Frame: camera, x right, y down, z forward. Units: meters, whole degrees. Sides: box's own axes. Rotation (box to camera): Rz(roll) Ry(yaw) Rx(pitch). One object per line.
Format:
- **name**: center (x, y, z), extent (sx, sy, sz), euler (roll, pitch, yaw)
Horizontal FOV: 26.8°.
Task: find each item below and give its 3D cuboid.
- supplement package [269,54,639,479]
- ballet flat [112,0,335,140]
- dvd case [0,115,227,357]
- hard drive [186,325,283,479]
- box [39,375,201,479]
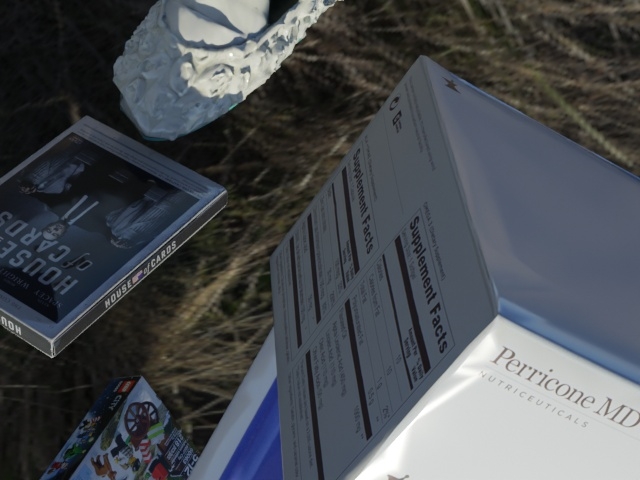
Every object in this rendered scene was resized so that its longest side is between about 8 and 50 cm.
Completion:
- **supplement package**: center (0.126, 0.070, 0.629), extent (0.261, 0.145, 0.204), euler (25, 29, -21)
- **ballet flat**: center (-0.059, -0.266, 1.344), extent (0.409, 0.147, 0.147), euler (-45, 104, -30)
- **dvd case**: center (-0.228, -0.012, 1.227), extent (0.179, 0.030, 0.238), euler (28, 49, 22)
- **hard drive**: center (-0.015, 0.164, 0.979), extent (0.319, 0.040, 0.210), euler (-61, 148, -16)
- **box**: center (-0.197, 0.265, 1.259), extent (0.159, 0.044, 0.233), euler (57, 44, -27)
